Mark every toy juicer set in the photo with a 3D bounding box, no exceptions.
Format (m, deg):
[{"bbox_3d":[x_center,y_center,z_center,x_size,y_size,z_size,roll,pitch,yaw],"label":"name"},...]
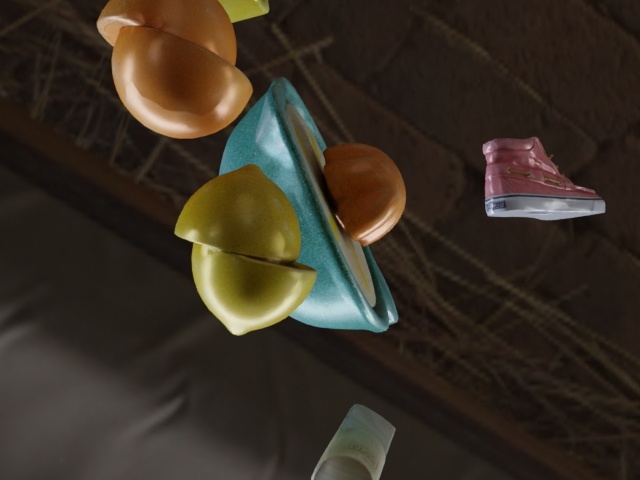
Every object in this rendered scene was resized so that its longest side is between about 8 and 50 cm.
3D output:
[{"bbox_3d":[0.000,0.000,0.665,0.089,0.209,0.329,-22,110,7],"label":"toy juicer set"}]

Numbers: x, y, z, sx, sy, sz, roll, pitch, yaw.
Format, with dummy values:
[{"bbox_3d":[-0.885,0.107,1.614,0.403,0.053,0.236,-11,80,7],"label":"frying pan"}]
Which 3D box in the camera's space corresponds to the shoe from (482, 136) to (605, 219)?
[{"bbox_3d":[0.240,-0.066,1.513,0.178,0.081,0.063,1,171,-42],"label":"shoe"}]
